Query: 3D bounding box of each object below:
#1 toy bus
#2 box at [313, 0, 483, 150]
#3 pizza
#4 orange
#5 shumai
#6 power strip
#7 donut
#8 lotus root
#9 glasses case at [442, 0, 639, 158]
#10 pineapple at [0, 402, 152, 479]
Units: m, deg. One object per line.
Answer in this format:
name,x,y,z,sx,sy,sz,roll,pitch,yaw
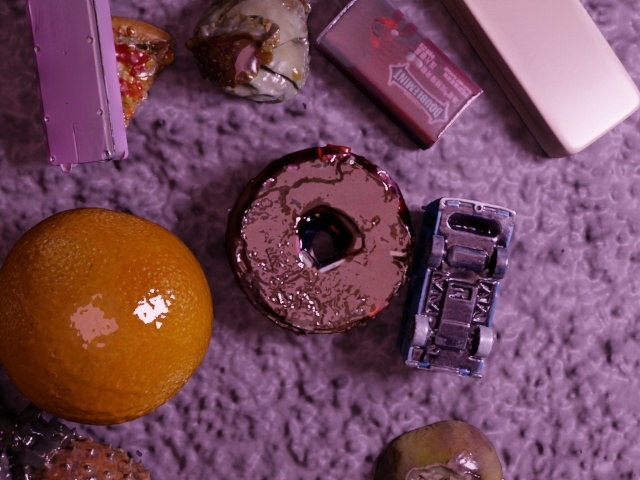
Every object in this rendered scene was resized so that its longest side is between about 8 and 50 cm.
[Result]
toy bus,0.183,0.058,1.036,0.116,0.133,0.234,11,95,-3
box,0.110,-0.245,1.061,0.224,0.069,0.120,44,87,-5
pizza,-0.298,-0.215,1.035,0.188,0.062,0.198,1,92,-2
orange,-0.272,0.091,0.940,0.274,0.274,0.274,0,91,-4
shumai,-0.091,-0.283,1.009,0.184,0.142,0.184,0,94,-4
power strip,-0.325,-0.231,0.989,0.109,0.037,0.278,-4,97,18
donut,0.000,0.000,1.039,0.270,0.103,0.269,0,91,-6
lotus root,0.176,0.362,1.068,0.204,0.078,0.183,-19,93,-5
glasses case,0.306,-0.289,1.070,0.144,0.076,0.336,-34,93,-2
pineapple,-0.366,0.288,1.000,0.310,0.141,0.170,36,116,3
